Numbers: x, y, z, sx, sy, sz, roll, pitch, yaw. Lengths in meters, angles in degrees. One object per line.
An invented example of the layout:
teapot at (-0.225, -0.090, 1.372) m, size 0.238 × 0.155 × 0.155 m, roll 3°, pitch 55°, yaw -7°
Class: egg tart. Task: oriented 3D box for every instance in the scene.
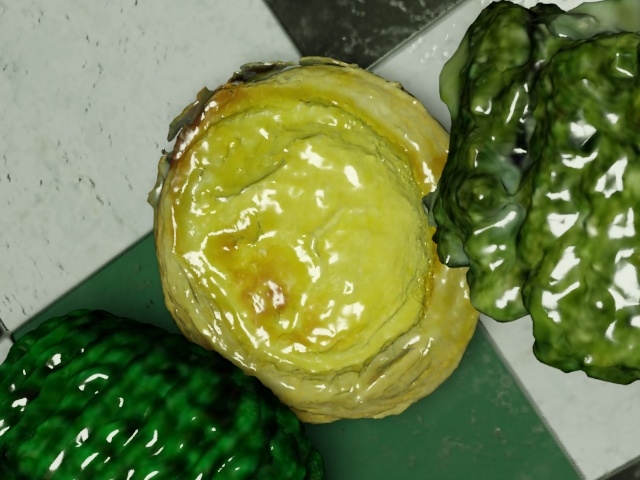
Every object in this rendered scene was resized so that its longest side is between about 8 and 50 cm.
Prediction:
egg tart at (0.000, 0.000, 0.873) m, size 0.279 × 0.095 × 0.278 m, roll 2°, pitch 96°, yaw 21°

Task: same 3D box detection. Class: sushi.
sushi at (0.209, -0.040, 0.667) m, size 0.294 × 0.352 × 0.178 m, roll 14°, pitch 104°, yaw 12°

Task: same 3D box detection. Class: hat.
hat at (-0.173, 0.230, 0.825) m, size 0.274 × 0.332 × 0.242 m, roll 21°, pitch 146°, yaw 31°
